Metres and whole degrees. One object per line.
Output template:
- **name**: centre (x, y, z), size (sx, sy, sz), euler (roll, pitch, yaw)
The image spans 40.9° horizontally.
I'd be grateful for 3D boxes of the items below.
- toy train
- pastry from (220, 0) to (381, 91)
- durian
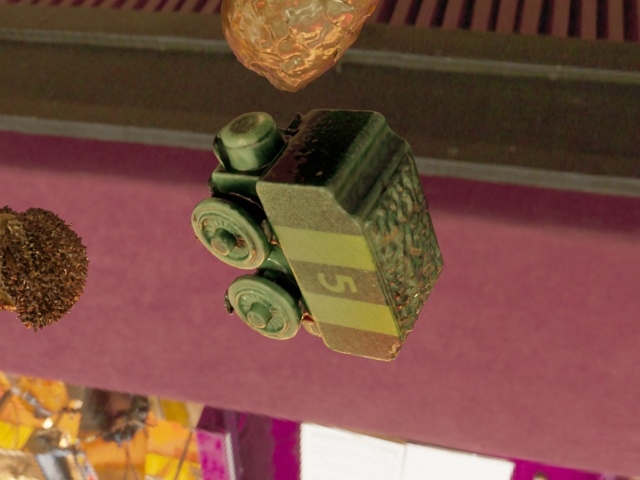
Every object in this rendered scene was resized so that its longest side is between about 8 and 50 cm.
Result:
- **toy train**: centre (0.000, 0.000, 0.932), size (0.238, 0.167, 0.299), euler (7, 138, 32)
- **pastry**: centre (0.015, -0.287, 0.764), size (0.136, 0.330, 0.330), euler (30, 135, -10)
- **durian**: centre (-0.431, 0.045, 1.229), size (0.196, 0.167, 0.196), euler (19, 124, 30)
